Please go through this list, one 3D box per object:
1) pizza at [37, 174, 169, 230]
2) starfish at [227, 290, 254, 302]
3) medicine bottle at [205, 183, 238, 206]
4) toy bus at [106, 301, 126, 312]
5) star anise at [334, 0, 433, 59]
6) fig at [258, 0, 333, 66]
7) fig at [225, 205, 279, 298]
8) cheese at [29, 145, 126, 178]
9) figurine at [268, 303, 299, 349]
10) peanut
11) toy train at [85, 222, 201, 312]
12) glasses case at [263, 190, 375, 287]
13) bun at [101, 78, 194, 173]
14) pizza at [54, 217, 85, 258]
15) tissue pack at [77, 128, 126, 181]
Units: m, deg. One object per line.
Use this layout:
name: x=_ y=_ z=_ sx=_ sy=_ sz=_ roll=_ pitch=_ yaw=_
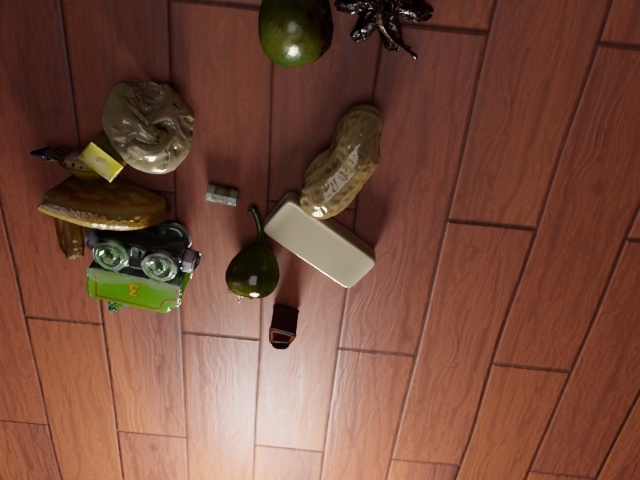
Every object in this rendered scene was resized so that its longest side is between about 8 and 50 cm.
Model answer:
pizza: x=-0.539 y=-0.081 z=1.515 sx=0.258 sy=0.268 sz=0.087 roll=21 pitch=111 yaw=-5
starfish: x=-0.238 y=0.153 z=1.789 sx=0.086 sy=0.016 sz=0.092 roll=9 pitch=127 yaw=-4
medicine bottle: x=-0.265 y=-0.123 z=1.605 sx=0.083 sy=0.047 sz=0.047 roll=12 pitch=121 yaw=-5
toy bus: x=-0.616 y=0.190 z=1.823 sx=0.083 sy=0.031 sz=0.037 roll=-27 pitch=109 yaw=18
star anise: x=0.142 y=-0.514 z=1.304 sx=0.220 sy=0.126 sz=0.190 roll=15 pitch=117 yaw=-3
fig: x=-0.059 y=-0.474 z=1.315 sx=0.181 sy=0.181 sz=0.191 roll=34 pitch=139 yaw=-16
fig: x=-0.177 y=0.035 z=1.677 sx=0.151 sy=0.151 sz=0.259 roll=11 pitch=94 yaw=-4
cheese: x=-0.621 y=-0.206 z=1.521 sx=0.250 sy=0.156 sz=0.064 roll=13 pitch=114 yaw=12
figurine: x=-0.120 y=0.273 z=1.774 sx=0.082 sy=0.154 sz=0.098 roll=18 pitch=124 yaw=-8
peanut: x=0.055 y=-0.193 z=1.496 sx=0.153 sy=0.140 sz=0.325 roll=41 pitch=115 yaw=28
toy train: x=-0.498 y=0.069 z=1.667 sx=0.307 sy=0.173 sz=0.249 roll=12 pitch=127 yaw=-5
glasses case: x=0.000 y=0.000 z=1.651 sx=0.313 sy=0.070 sz=0.131 roll=34 pitch=117 yaw=-16
bun: x=-0.403 y=-0.282 z=1.424 sx=0.237 sy=0.210 sz=0.116 roll=53 pitch=153 yaw=-20
pizza: x=-0.698 y=-0.019 z=1.658 sx=0.062 sy=0.182 sz=0.161 roll=-8 pitch=155 yaw=-41
tissue pack: x=-0.515 y=-0.230 z=1.478 sx=0.095 sy=0.176 sz=0.062 roll=41 pitch=114 yaw=-20
